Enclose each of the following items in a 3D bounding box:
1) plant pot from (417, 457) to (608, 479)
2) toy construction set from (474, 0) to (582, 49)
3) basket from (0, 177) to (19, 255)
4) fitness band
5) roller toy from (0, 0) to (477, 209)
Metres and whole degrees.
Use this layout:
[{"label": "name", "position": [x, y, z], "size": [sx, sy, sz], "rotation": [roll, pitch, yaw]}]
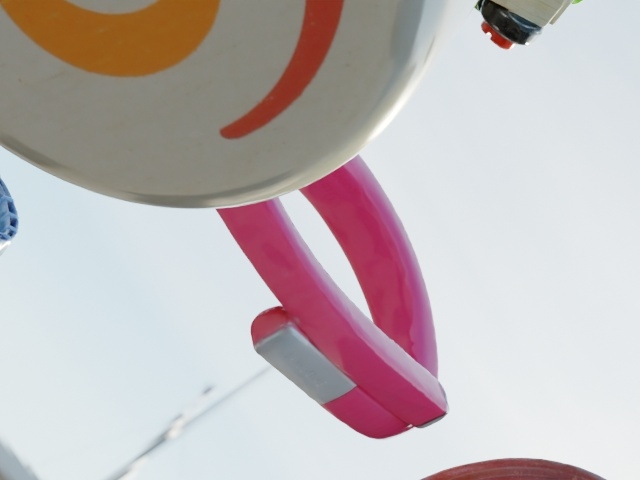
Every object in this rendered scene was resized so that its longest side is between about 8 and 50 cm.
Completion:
[{"label": "plant pot", "position": [0.140, 0.317, 1.085], "size": [0.265, 0.272, 0.272], "rotation": [-116, 180, -66]}, {"label": "toy construction set", "position": [0.090, -0.255, 1.229], "size": [0.215, 0.327, 0.151], "rotation": [-105, -150, -49]}, {"label": "basket", "position": [-0.288, -0.074, 1.194], "size": [0.201, 0.289, 0.255], "rotation": [30, 12, -20]}, {"label": "fitness band", "position": [0.000, 0.000, 1.029], "size": [0.291, 0.054, 0.209], "rotation": [45, 25, -51]}, {"label": "roller toy", "position": [-0.035, -0.118, 0.536], "size": [0.191, 0.146, 0.209], "rotation": [21, -52, 9]}]
